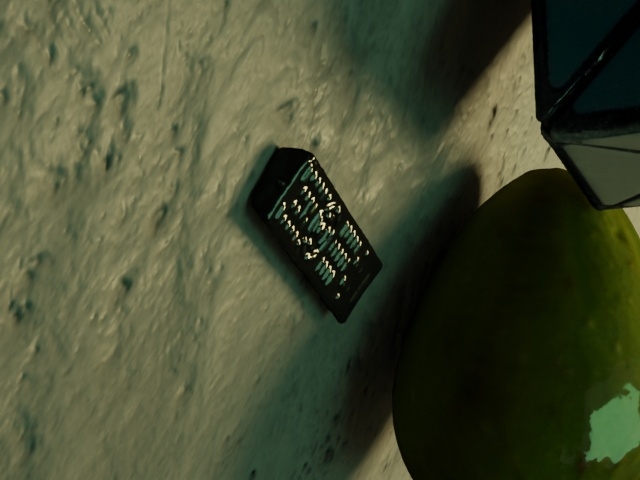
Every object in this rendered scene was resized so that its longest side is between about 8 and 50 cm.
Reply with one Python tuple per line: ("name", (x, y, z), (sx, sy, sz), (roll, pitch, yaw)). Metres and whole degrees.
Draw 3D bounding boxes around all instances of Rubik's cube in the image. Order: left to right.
("Rubik's cube", (0.311, -0.183, 1.525), (0.255, 0.260, 0.259), (35, 49, -69))

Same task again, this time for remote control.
("remote control", (0.000, 0.000, 1.416), (0.063, 0.025, 0.245), (-59, 158, -11))

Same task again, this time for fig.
("fig", (0.189, 0.098, 1.678), (0.258, 0.258, 0.326), (30, 62, -68))
